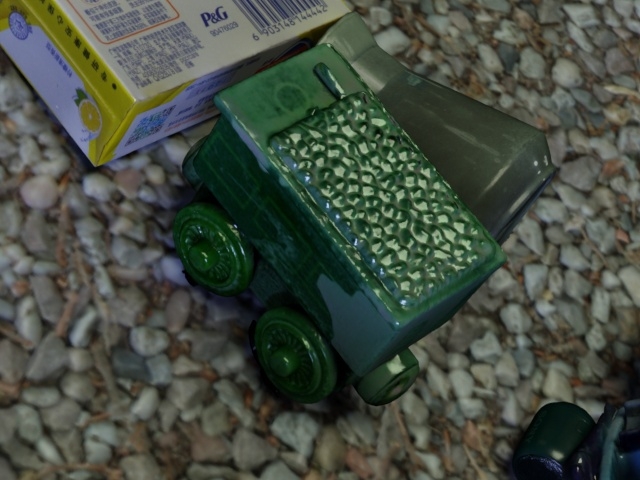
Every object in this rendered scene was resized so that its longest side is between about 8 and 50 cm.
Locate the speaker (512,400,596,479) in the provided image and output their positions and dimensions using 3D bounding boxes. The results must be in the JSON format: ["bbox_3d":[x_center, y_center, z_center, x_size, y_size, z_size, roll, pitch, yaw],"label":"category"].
[{"bbox_3d":[0.212,0.188,1.650,0.094,0.060,0.075,39,49,-3],"label":"speaker"}]

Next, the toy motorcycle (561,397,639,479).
[{"bbox_3d":[0.316,0.228,1.616,0.416,0.172,0.232,-71,141,-56],"label":"toy motorcycle"}]

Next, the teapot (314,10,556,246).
[{"bbox_3d":[0.079,-0.080,1.699,0.225,0.171,0.203,40,16,7],"label":"teapot"}]

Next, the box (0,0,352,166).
[{"bbox_3d":[-0.126,-0.188,1.669,0.265,0.097,0.168,-29,73,-41],"label":"box"}]

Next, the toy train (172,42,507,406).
[{"bbox_3d":[0.000,0.000,1.555,0.145,0.202,0.266,-30,75,-39],"label":"toy train"}]
